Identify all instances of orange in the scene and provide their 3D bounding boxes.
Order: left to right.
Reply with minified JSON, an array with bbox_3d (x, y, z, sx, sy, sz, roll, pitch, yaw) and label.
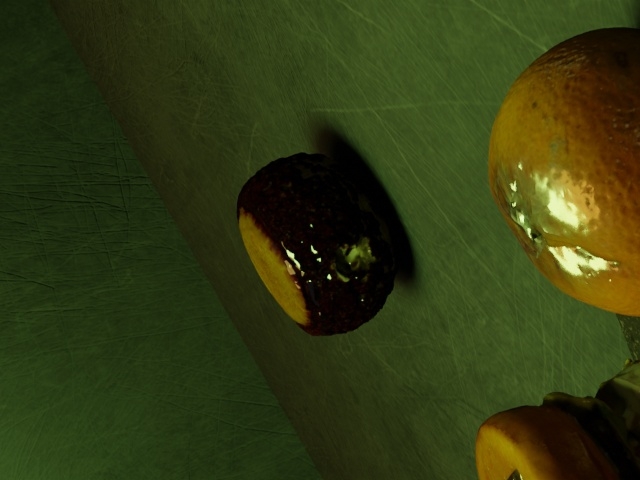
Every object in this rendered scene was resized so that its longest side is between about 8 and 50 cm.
[{"bbox_3d":[0.221,-0.044,1.300,0.224,0.170,0.224,57,167,20],"label":"orange"}]

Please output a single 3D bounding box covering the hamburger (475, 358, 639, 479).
[{"bbox_3d":[0.279,0.247,1.541,0.291,0.225,0.291,159,90,-77],"label":"hamburger"}]

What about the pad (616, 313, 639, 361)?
[{"bbox_3d":[0.368,0.200,1.617,0.330,0.004,0.220,66,166,-21],"label":"pad"}]

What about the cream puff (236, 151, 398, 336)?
[{"bbox_3d":[0.000,0.000,2.209,0.239,0.165,0.239,55,166,21],"label":"cream puff"}]
